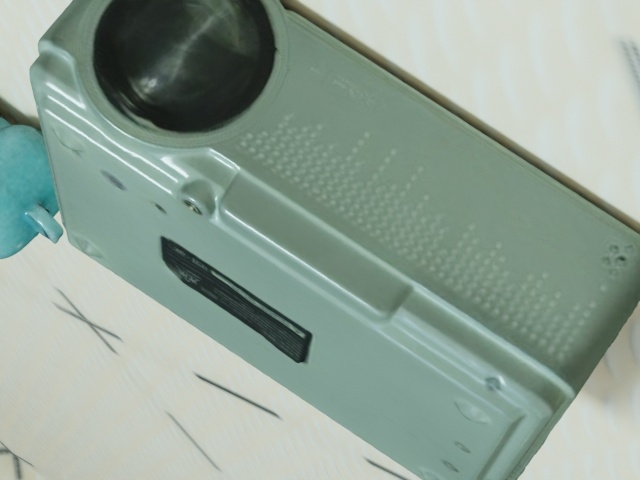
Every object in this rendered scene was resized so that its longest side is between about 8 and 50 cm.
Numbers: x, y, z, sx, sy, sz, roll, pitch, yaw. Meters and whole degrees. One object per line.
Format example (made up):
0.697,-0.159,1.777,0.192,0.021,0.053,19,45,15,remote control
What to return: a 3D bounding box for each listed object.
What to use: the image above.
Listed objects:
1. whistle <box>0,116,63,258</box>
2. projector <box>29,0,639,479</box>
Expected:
-0.258,-0.066,1.100,0.274,0.093,0.186,31,161,27,whistle
0.000,0.000,0.764,0.257,0.099,0.192,34,160,9,projector
